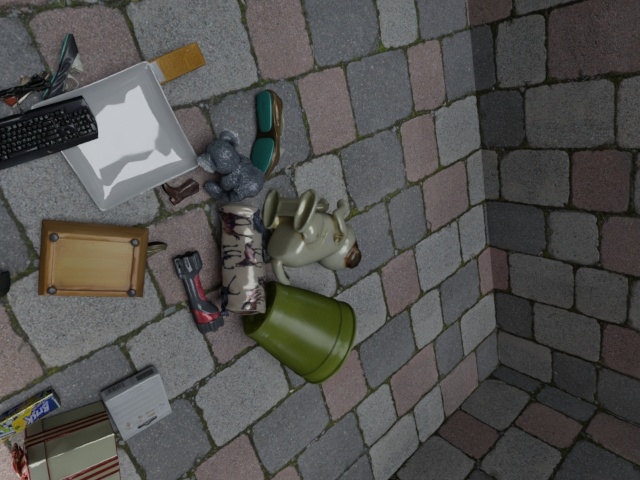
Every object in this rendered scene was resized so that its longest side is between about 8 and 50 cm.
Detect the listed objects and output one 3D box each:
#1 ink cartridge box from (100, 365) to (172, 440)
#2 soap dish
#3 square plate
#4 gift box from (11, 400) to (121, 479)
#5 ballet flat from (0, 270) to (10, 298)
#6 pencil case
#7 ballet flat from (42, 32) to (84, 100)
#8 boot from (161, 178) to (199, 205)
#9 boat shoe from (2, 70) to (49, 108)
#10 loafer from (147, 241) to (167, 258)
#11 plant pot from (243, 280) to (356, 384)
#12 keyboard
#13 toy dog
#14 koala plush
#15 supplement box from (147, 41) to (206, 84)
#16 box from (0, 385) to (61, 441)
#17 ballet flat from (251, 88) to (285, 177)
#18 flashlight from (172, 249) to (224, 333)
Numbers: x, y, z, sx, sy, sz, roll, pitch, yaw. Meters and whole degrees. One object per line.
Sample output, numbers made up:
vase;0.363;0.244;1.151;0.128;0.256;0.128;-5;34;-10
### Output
ink cartridge box;-0.652;0.582;1.473;0.189;0.066;0.232;-25;135;-31
soap dish;-0.684;0.066;1.248;0.290;0.118;0.229;5;97;-27
square plate;-0.601;-0.312;1.256;0.344;0.049;0.347;-29;122;-14
gift box;-0.771;0.676;1.253;0.258;0.276;0.255;-10;101;-34
ballet flat;-0.976;0.078;1.082;0.280;0.095;0.096;30;71;-48
pencil case;-0.294;0.066;1.504;0.160;0.183;0.411;14;74;-80
ballet flat;-0.716;-0.476;1.165;0.074;0.074;0.203;21;93;-38
boot;-0.483;-0.191;1.425;0.114;0.037;0.106;-37;133;-22
boat shoe;-0.805;-0.421;1.124;0.137;0.049;0.043;-50;123;-12
loafer;-0.591;0.039;1.387;0.147;0.056;0.050;-13;108;-24
plant pot;-0.107;0.343;1.665;0.353;0.366;0.367;32;80;-26
keyboard;-0.791;-0.322;1.105;0.317;0.033;0.202;-25;119;-16
toy dog;0.000;0.000;1.673;0.407;0.284;0.396;19;73;-45
koala plush;-0.312;-0.258;1.410;0.196;0.203;0.221;-50;139;-20
supplement box;-0.488;-0.552;1.317;0.233;0.078;0.080;-40;121;-23
box;-0.896;0.527;1.257;0.168;0.054;0.059;-30;116;-28
ballet flat;-0.189;-0.395;1.577;0.124;0.116;0.343;-6;100;-56
flashlight;-0.440;0.188;1.509;0.103;0.103;0.304;-10;105;4
